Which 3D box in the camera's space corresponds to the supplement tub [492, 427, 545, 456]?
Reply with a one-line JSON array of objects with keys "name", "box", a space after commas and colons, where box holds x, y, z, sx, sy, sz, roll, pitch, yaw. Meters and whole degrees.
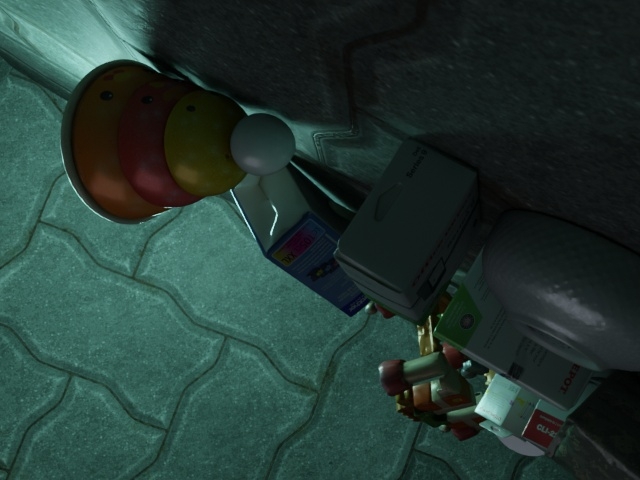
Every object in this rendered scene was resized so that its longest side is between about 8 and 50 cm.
[{"name": "supplement tub", "box": [0.542, 0.386, 1.921, 0.191, 0.191, 0.272, 30, -144, 12]}]

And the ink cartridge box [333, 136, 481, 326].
[{"name": "ink cartridge box", "box": [0.146, 0.000, 1.193, 0.121, 0.211, 0.289, 30, 174, 19]}]

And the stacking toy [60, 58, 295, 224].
[{"name": "stacking toy", "box": [-0.244, -0.198, 1.543, 0.479, 0.351, 0.350, 4, 159, 34]}]

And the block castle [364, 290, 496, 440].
[{"name": "block castle", "box": [0.303, 0.319, 1.995, 0.212, 0.303, 0.453, -22, 140, 27]}]

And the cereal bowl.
[{"name": "cereal bowl", "box": [0.387, 0.099, 1.165, 0.338, 0.141, 0.339, 30, 174, 3]}]

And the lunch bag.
[{"name": "lunch bag", "box": [0.577, 0.332, 1.313, 0.235, 0.287, 0.169, 42, 145, 28]}]

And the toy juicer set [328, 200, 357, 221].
[{"name": "toy juicer set", "box": [0.178, 0.010, 1.817, 0.329, 0.089, 0.209, 48, -166, 13]}]

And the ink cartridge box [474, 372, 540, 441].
[{"name": "ink cartridge box", "box": [0.412, 0.356, 1.659, 0.090, 0.143, 0.092, 35, 173, -27]}]

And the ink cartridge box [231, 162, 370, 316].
[{"name": "ink cartridge box", "box": [0.000, 0.000, 1.800, 0.395, 0.151, 0.270, 36, -164, -42]}]

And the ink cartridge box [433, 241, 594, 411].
[{"name": "ink cartridge box", "box": [0.372, 0.157, 1.407, 0.272, 0.198, 0.115, 31, 174, 11]}]

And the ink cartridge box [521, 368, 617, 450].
[{"name": "ink cartridge box", "box": [0.542, 0.316, 1.528, 0.114, 0.273, 0.197, 20, 167, 47]}]
